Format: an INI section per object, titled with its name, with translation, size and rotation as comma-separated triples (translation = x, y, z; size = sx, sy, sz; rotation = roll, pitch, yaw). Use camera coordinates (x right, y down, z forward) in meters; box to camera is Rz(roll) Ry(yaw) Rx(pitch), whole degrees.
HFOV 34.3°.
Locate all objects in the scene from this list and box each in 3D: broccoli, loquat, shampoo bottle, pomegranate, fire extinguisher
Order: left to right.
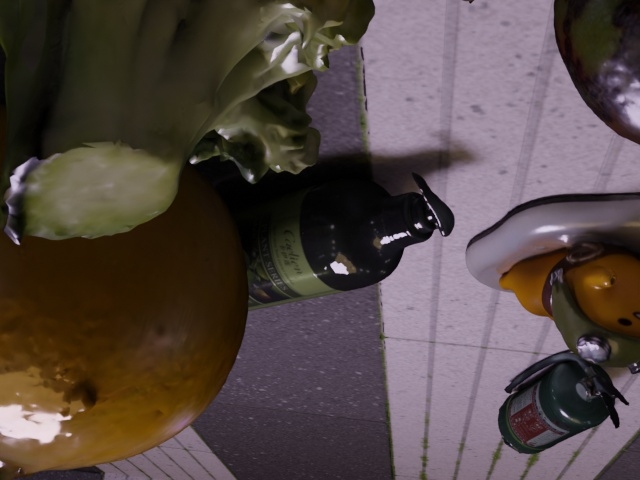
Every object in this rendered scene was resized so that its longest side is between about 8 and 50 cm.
[loquat]
translation = -0.229, 0.058, 0.848
size = 0.328, 0.359, 0.328
rotation = 18, 160, 7
[broccoli]
translation = -0.076, -0.119, 0.492
size = 0.248, 0.245, 0.288
rotation = -18, 152, 31
[shampoo bottle]
translation = 0.000, 0.000, 0.944
size = 0.284, 0.101, 0.101
rotation = -14, 149, 42
[fire extinguisher]
translation = 0.317, 0.212, 1.362
size = 0.093, 0.118, 0.294
rotation = -23, 165, -17
[pomegranate]
translation = 0.206, -0.119, 0.533
size = 0.148, 0.148, 0.169
rotation = 23, 155, -31

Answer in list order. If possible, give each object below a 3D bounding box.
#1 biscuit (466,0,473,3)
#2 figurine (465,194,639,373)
[biscuit]
translation = 0.086, -0.163, 0.446
size = 0.237, 0.026, 0.131
rotation = -31, 151, -1
[figurine]
translation = 0.236, 0.060, 0.954
size = 0.166, 0.141, 0.250
rotation = 18, 156, -26
